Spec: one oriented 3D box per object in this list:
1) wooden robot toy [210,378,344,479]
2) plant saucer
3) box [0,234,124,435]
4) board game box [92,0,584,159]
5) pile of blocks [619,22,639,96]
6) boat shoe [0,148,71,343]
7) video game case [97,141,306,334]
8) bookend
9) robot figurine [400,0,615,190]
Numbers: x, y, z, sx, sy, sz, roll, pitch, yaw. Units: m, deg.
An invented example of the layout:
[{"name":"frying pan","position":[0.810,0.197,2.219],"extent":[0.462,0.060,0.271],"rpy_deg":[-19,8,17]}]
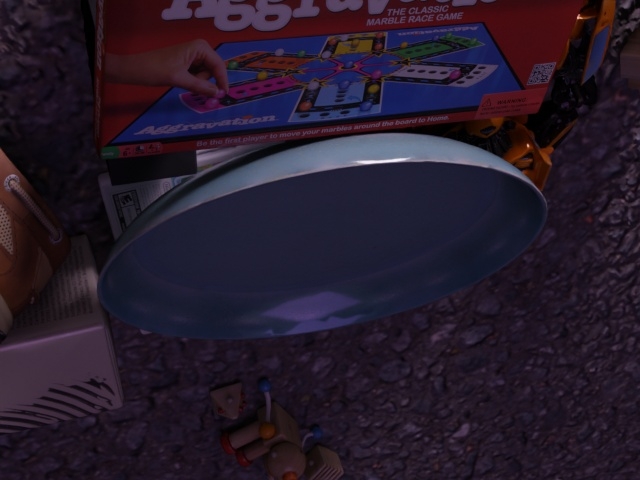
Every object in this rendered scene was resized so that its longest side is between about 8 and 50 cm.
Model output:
[{"name":"wooden robot toy","position":[-0.039,0.201,0.998],"extent":[0.076,0.079,0.173],"rpy_deg":[-35,130,8]},{"name":"plant saucer","position":[0.000,0.000,0.772],"extent":[0.318,0.043,0.317],"rpy_deg":[-9,160,-4]},{"name":"box","position":[-0.292,0.088,0.797],"extent":[0.275,0.113,0.094],"rpy_deg":[-12,131,-9]},{"name":"board game box","position":[0.018,-0.118,0.598],"extent":[0.281,0.027,0.145],"rpy_deg":[-8,140,-20]},{"name":"pile of blocks","position":[0.406,-0.119,0.793],"extent":[0.362,0.149,0.112],"rpy_deg":[-4,129,13]},{"name":"boat shoe","position":[-0.270,-0.081,0.681],"extent":[0.120,0.123,0.324],"rpy_deg":[-45,126,-30]},{"name":"video game case","position":[-0.089,-0.003,0.860],"extent":[0.143,0.019,0.157],"rpy_deg":[-15,129,-9]},{"name":"bookend","position":[-0.105,-0.092,0.693],"extent":[0.072,0.157,0.156],"rpy_deg":[-9,128,-13]},{"name":"robot figurine","position":[0.107,-0.118,0.758],"extent":[0.211,0.085,0.291],"rpy_deg":[-12,145,-4]}]
